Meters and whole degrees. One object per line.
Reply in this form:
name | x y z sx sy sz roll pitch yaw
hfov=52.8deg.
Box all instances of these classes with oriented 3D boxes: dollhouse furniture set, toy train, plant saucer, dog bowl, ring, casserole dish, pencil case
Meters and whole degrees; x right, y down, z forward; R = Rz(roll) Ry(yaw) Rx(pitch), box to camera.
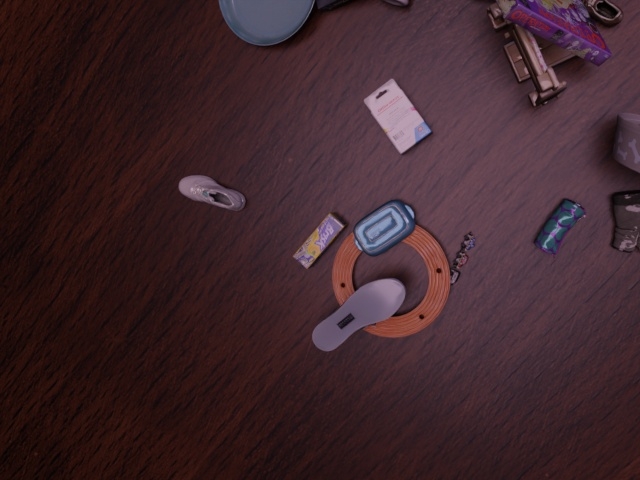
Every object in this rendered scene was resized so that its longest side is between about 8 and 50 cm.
dollhouse furniture set | 0.532 -0.496 1.519 0.174 0.355 0.303 -24 88 14
toy train | 0.388 0.052 1.774 0.036 0.027 0.158 24 101 7
plant saucer | -0.143 -0.707 1.799 0.318 0.044 0.317 5 102 25
dog bowl | 0.847 -0.195 1.488 0.349 0.349 0.102 18 114 11
ring | 0.197 0.106 1.816 0.337 0.032 0.336 1 93 17
casserole dish | 0.172 -0.034 1.781 0.188 0.037 0.114 -34 81 17
pencil case | 0.628 -0.035 1.688 0.070 0.064 0.151 38 104 24

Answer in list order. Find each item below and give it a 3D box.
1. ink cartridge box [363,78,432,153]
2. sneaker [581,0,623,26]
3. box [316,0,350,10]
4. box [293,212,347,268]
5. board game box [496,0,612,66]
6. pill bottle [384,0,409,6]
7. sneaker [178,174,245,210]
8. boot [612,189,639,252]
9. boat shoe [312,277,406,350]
ink cartridge box | 0.212 -0.338 1.763 0.104 0.061 0.181 -35 87 14
sneaker | 0.677 -0.605 1.619 0.188 0.071 0.066 31 102 9
box | 0.050 -0.765 1.734 0.183 0.059 0.232 -13 91 36
box | 0.000 0.000 1.851 0.059 0.054 0.169 42 102 7
board game box | 0.514 -0.534 1.472 0.056 0.347 0.208 -37 53 44
pill bottle | 0.216 -0.711 1.714 0.086 0.086 0.151 20 100 11
sneaker | -0.330 -0.141 1.898 0.212 0.094 0.080 17 100 12
boot | 0.867 -0.051 1.631 0.247 0.083 0.161 -5 101 20
boat shoe | 0.114 0.198 1.779 0.306 0.105 0.113 -44 85 22
